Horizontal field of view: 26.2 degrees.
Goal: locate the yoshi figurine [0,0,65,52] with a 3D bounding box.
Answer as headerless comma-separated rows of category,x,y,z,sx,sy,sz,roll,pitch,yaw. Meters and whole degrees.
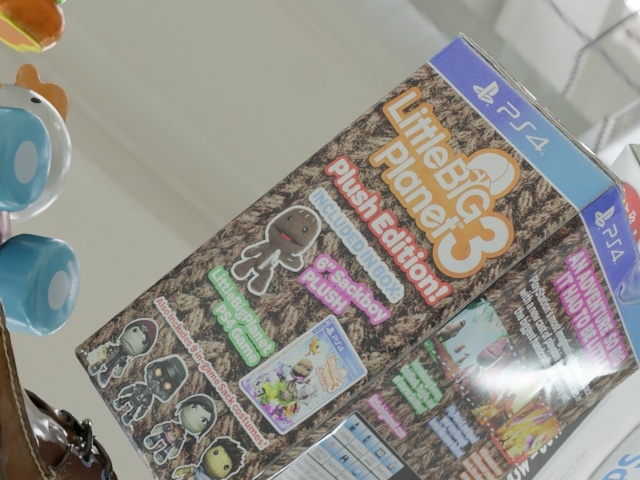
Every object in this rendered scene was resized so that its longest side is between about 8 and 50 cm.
yoshi figurine,-0.186,-0.344,1.172,0.362,0.203,0.203,-53,-31,-12

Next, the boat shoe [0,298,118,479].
boat shoe,-0.182,0.140,0.853,0.104,0.307,0.111,-10,-137,-15

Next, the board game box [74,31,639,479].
board game box,0.044,0.063,0.835,0.141,0.291,0.232,50,178,33

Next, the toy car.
toy car,-0.267,-0.071,1.060,0.238,0.219,0.210,-59,-29,-49

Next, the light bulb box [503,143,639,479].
light bulb box,0.391,0.119,1.344,0.361,0.358,0.225,5,-133,-26
